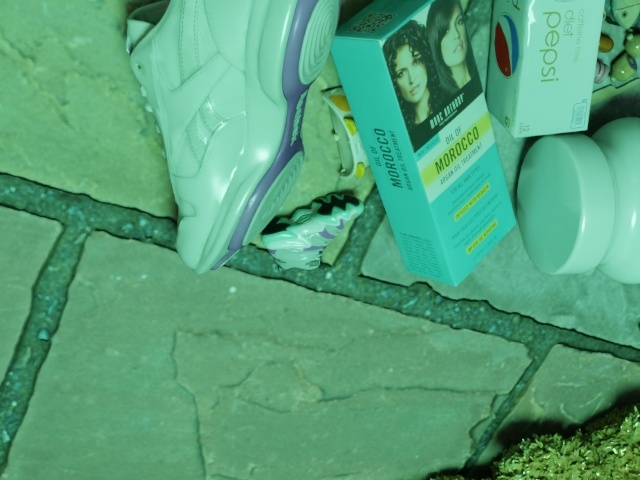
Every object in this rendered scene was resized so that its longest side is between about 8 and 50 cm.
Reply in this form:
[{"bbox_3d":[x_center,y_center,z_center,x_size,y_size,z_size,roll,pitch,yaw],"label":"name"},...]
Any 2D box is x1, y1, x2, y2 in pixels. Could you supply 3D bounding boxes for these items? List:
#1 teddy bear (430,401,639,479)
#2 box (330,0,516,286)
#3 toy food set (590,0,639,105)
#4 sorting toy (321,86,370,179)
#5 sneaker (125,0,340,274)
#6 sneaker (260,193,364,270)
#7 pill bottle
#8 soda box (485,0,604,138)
[{"bbox_3d":[0.262,0.304,1.056,0.338,0.113,0.245,-10,124,-8],"label":"teddy bear"},{"bbox_3d":[0.093,-0.087,0.782,0.100,0.060,0.244,-43,128,-28],"label":"box"},{"bbox_3d":[0.255,-0.178,0.819,0.078,0.019,0.122,-23,123,-1],"label":"toy food set"},{"bbox_3d":[0.049,-0.099,0.807,0.075,0.045,0.083,-28,125,-20],"label":"sorting toy"},{"bbox_3d":[-0.084,-0.109,0.738,0.152,0.114,0.305,27,128,11],"label":"sneaker"},{"bbox_3d":[0.000,0.000,0.851,0.098,0.038,0.069,-18,125,8],"label":"sneaker"},{"bbox_3d":[0.327,-0.038,0.843,0.265,0.153,0.153,-3,121,-12],"label":"pill bottle"},{"bbox_3d":[0.186,-0.197,0.758,0.069,0.074,0.216,-7,121,-11],"label":"soda box"}]
